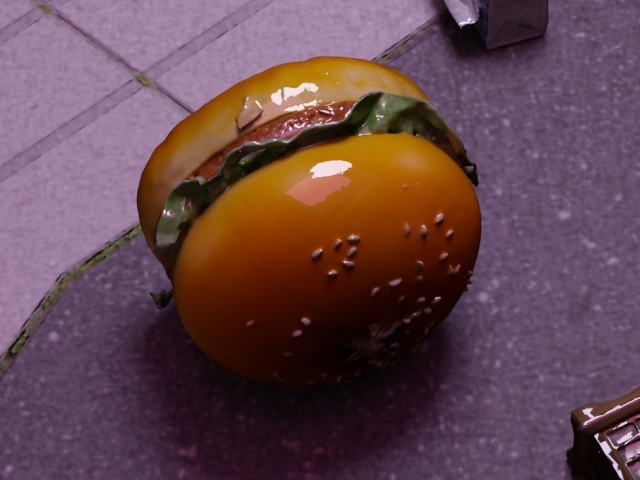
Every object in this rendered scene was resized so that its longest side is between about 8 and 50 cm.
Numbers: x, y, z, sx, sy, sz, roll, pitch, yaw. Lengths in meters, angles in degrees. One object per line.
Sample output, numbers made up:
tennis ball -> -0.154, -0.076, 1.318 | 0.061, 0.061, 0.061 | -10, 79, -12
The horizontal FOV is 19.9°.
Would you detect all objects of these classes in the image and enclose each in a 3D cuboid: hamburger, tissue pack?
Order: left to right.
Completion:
hamburger -> -0.001, 0.001, 1.242 | 0.246, 0.246, 0.170 | -19, 60, -7
tissue pack -> 0.127, -0.218, 1.442 | 0.079, 0.085, 0.111 | -16, 62, -4

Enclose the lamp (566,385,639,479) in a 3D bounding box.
lamp -> 0.277, 0.239, 1.178 | 0.090, 0.089, 0.325 | -25, 62, -9
